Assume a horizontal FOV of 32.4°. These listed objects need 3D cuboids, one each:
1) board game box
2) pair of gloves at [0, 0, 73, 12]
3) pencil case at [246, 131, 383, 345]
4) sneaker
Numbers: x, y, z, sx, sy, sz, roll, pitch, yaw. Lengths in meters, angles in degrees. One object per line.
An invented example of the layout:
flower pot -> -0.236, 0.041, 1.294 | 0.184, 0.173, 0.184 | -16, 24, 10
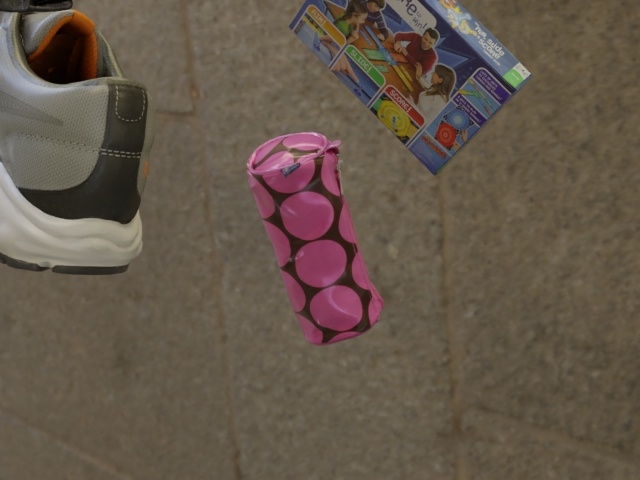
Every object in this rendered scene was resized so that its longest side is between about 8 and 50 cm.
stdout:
board game box -> 0.077, -0.173, 1.004 | 0.201, 0.035, 0.136 | 46, 138, 3
pair of gloves -> -0.128, -0.138, 0.460 | 0.010, 0.074, 0.083 | 25, 116, 57
pencil case -> 0.000, 0.000, 1.088 | 0.098, 0.095, 0.209 | -13, 117, 11
sneaker -> -0.162, -0.089, 0.587 | 0.271, 0.100, 0.108 | 41, 117, 40
